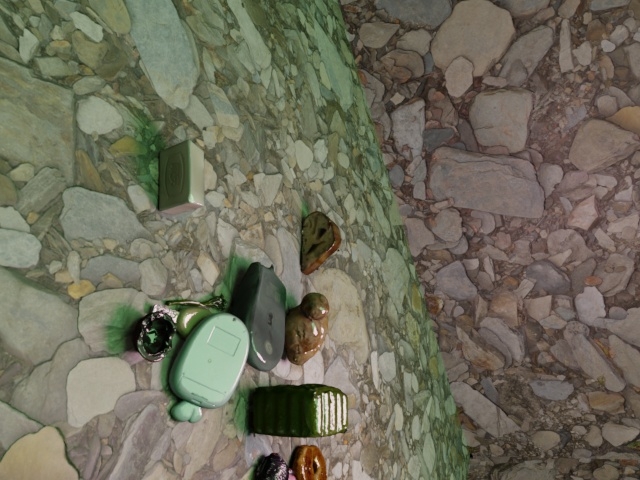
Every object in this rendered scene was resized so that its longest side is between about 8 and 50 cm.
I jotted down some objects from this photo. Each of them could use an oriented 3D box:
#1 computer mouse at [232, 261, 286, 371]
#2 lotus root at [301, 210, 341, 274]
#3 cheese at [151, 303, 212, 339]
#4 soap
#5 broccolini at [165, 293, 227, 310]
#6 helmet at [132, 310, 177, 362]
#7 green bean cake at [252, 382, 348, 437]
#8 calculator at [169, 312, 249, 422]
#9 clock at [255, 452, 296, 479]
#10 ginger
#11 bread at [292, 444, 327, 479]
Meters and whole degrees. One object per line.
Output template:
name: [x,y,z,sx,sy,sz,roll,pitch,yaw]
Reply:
computer mouse: [-0.197,0.233,1.434,0.188,0.121,0.371,50,34,-42]
lotus root: [0.000,0.000,1.871,0.074,0.170,0.261,43,38,-53]
cheese: [-0.365,0.208,1.205,0.192,0.037,0.097,37,58,-48]
soap: [-0.380,-0.171,1.252,0.063,0.121,0.183,22,59,-59]
broccolini: [-0.342,0.181,1.279,0.218,0.042,0.044,4,48,-57]
helmet: [-0.406,0.230,1.090,0.098,0.070,0.123,44,48,-38]
green bean cake: [-0.059,0.530,1.428,0.246,0.249,0.157,27,56,-55]
calculator: [-0.291,0.334,1.203,0.184,0.042,0.296,33,64,-24]
clock: [-0.129,0.766,1.366,0.196,0.100,0.194,58,32,-20]
ginger: [-0.048,0.298,1.566,0.245,0.155,0.304,-59,174,-20]
bread: [-0.039,0.798,1.565,0.193,0.063,0.194,46,35,-45]
